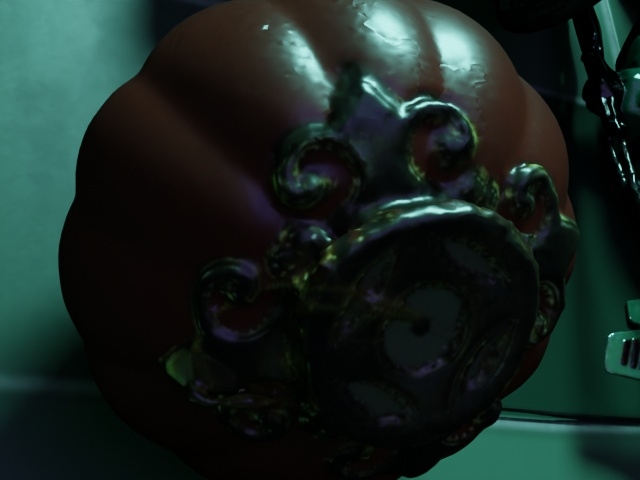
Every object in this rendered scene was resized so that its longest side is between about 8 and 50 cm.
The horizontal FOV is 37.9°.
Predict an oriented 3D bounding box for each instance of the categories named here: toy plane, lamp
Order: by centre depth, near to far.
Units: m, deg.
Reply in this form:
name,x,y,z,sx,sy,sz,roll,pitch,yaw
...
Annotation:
name,x,y,z,sx,sy,sz,roll,pitch,yaw
lamp,0.000,0.000,0.412,0.226,0.227,0.227,13,59,-24
toy plane,0.250,-0.059,0.652,0.155,0.106,0.382,15,60,-16

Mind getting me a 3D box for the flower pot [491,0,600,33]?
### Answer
name,x,y,z,sx,sy,sz,roll,pitch,yaw
flower pot,0.115,-0.294,0.604,0.267,0.266,0.267,44,51,-16
